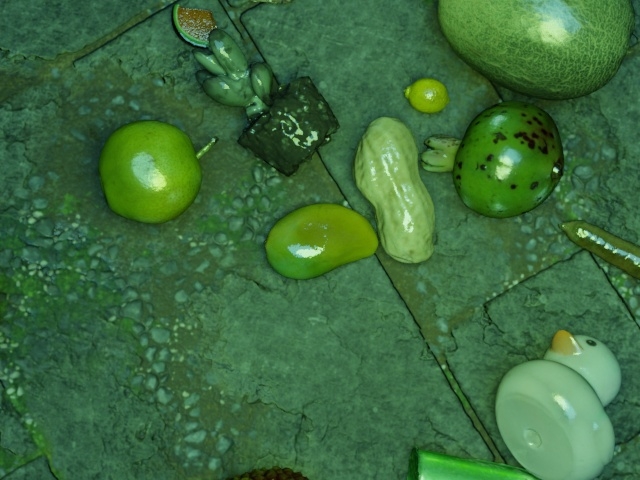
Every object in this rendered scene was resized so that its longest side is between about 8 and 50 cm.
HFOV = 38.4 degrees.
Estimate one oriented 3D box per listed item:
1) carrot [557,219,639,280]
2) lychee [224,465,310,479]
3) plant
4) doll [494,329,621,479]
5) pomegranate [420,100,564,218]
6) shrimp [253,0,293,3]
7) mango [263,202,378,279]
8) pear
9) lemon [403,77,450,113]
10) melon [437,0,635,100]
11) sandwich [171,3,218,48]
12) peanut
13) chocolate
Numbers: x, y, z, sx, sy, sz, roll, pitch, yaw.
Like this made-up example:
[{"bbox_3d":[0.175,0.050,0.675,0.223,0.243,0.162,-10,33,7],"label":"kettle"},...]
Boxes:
[{"bbox_3d":[0.565,0.046,1.575,0.342,0.070,0.070,30,87,4],"label":"carrot"},{"bbox_3d":[-0.106,0.486,1.469,0.236,0.236,0.271,43,66,3],"label":"lychee"},{"bbox_3d":[-0.099,-0.243,1.558,0.274,0.146,0.149,43,44,5],"label":"plant"},{"bbox_3d":[0.409,0.269,1.515,0.221,0.221,0.251,-16,103,-1],"label":"doll"},{"bbox_3d":[0.288,-0.137,1.541,0.248,0.202,0.202,15,86,29],"label":"pomegranate"},{"bbox_3d":[-0.059,-0.503,1.627,0.219,0.046,0.152,-20,85,3],"label":"shrimp"},{"bbox_3d":[-0.003,-0.002,1.577,0.191,0.085,0.122,-20,76,-11],"label":"mango"},{"bbox_3d":[-0.267,-0.121,1.556,0.216,0.166,0.180,-18,72,-23],"label":"pear"},{"bbox_3d":[0.185,-0.253,1.600,0.083,0.062,0.062,12,86,-1],"label":"lemon"},{"bbox_3d":[0.352,-0.364,1.514,0.329,0.248,0.248,25,86,11],"label":"melon"},{"bbox_3d":[-0.218,-0.376,1.631,0.101,0.026,0.069,11,82,-2],"label":"sandwich"},{"bbox_3d":[0.123,-0.084,1.562,0.124,0.123,0.256,-13,87,0],"label":"peanut"},{"bbox_3d":[0.291,0.421,1.534,0.291,0.110,0.110,10,86,-1],"label":"chocolate"}]
